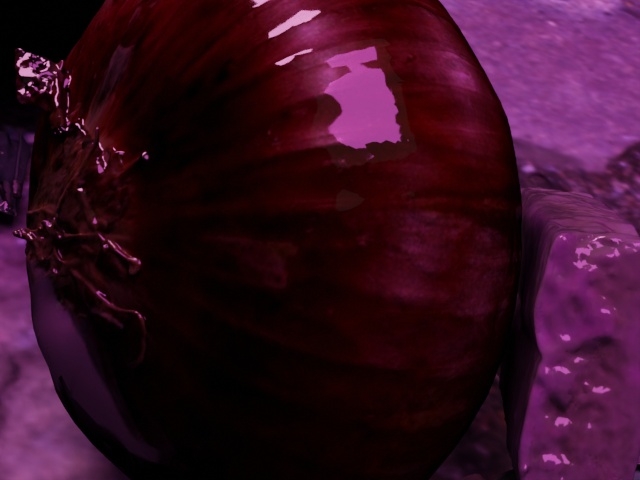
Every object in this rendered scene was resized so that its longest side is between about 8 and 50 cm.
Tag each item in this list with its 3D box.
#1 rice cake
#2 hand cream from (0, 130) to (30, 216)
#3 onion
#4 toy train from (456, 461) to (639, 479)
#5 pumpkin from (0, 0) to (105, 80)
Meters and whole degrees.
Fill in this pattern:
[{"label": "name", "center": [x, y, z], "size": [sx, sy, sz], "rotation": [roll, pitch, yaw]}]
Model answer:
[{"label": "rice cake", "center": [0.110, 0.033, 0.759], "size": [0.050, 0.106, 0.298], "rotation": [7, 5, 3]}, {"label": "hand cream", "center": [-0.274, -0.079, 0.912], "size": [0.248, 0.052, 0.075], "rotation": [20, 51, -17]}, {"label": "onion", "center": [0.000, 0.000, 0.765], "size": [0.285, 0.273, 0.273], "rotation": [9, 32, -37]}, {"label": "toy train", "center": [0.118, 0.211, 0.628], "size": [0.194, 0.120, 0.298], "rotation": [-17, 45, -28]}, {"label": "pumpkin", "center": [-0.222, -0.258, 1.029], "size": [0.363, 0.266, 0.363], "rotation": [7, 33, -5]}]
